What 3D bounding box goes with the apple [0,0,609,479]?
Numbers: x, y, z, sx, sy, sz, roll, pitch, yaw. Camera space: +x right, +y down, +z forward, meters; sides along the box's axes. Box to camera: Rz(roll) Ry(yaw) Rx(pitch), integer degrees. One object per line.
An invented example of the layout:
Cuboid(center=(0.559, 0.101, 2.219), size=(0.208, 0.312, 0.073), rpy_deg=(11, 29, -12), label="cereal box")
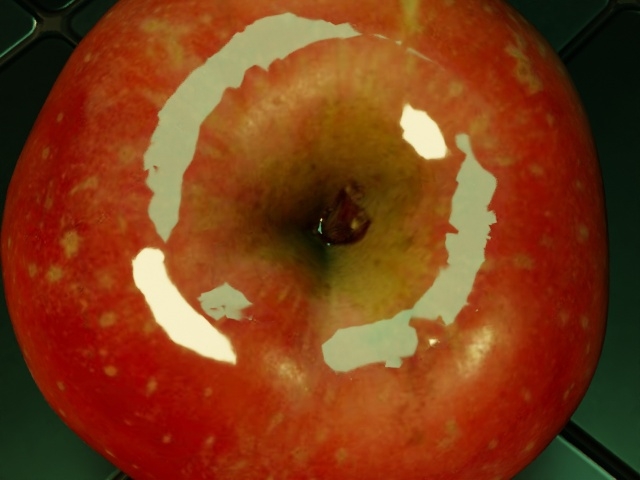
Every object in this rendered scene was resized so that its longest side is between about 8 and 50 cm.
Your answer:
Cuboid(center=(0.000, 0.000, 0.551), size=(0.261, 0.216, 0.260), rpy_deg=(0, 85, -2), label="apple")
